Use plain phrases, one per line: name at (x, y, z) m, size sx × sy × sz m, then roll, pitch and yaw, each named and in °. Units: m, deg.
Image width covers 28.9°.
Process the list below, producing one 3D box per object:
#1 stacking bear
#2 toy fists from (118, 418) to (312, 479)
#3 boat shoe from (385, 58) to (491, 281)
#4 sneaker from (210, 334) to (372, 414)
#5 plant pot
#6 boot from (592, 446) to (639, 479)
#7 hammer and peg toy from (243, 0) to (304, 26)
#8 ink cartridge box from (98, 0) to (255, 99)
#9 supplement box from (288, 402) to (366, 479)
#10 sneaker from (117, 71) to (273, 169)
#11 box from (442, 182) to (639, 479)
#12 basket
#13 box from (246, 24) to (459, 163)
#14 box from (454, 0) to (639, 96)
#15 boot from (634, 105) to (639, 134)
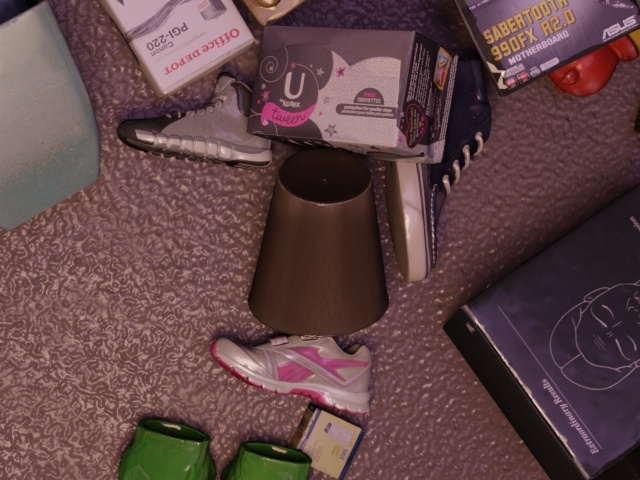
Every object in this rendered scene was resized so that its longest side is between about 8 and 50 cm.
stacking bear at (0.450, -0.341, 1.863) m, size 0.164 × 0.175 × 0.289 m, roll 42°, pitch 92°, yaw -2°
toy fists at (-0.149, 0.348, 1.763) m, size 0.279 × 0.096 × 0.142 m, roll 13°, pitch 97°, yaw -4°
boat shoe at (0.178, -0.114, 1.814) m, size 0.158 × 0.127 × 0.340 m, roll -5°, pitch 88°, yaw -8°
sneaker at (-0.036, 0.171, 1.801) m, size 0.252 × 0.103 × 0.111 m, roll 17°, pitch 83°, yaw -18°
plant pot at (-0.422, -0.163, 1.645) m, size 0.248 × 0.247 × 0.252 m, roll -31°, pitch 113°, yaw -9°
boot at (0.553, 0.384, 1.911) m, size 0.229 × 0.091 × 0.263 m, roll 28°, pitch 118°, yaw -31°
hammer and peg toy at (-0.005, -0.499, 1.737) m, size 0.361 × 0.127 × 0.266 m, roll -35°, pitch 98°, yaw 6°
ink cartridge box at (-0.215, -0.330, 1.754) m, size 0.158 × 0.092 × 0.218 m, roll -32°, pitch 99°, yaw -9°
supplement box at (0.008, 0.295, 1.826) m, size 0.083 × 0.056 × 0.083 m, roll 27°, pitch 86°, yaw -11°
sneaker at (-0.174, -0.181, 1.777) m, size 0.228 × 0.086 × 0.132 m, roll 9°, pitch 84°, yaw -22°
box at (0.429, 0.120, 1.798) m, size 0.395 × 0.212 × 0.293 m, roll -33°, pitch 82°, yaw -10°
basket at (0.000, 0.000, 1.716) m, size 0.204 × 0.154 × 0.227 m, roll -2°, pitch 130°, yaw -5°
box at (0.042, -0.202, 1.718) m, size 0.247 × 0.142 × 0.163 m, roll 9°, pitch 88°, yaw 33°
box at (0.322, -0.337, 1.772) m, size 0.231 × 0.056 × 0.183 m, roll -26°, pitch 97°, yaw 7°
boot at (0.641, -0.214, 1.938) m, size 0.269 × 0.089 × 0.236 m, roll 21°, pitch 90°, yaw -14°
